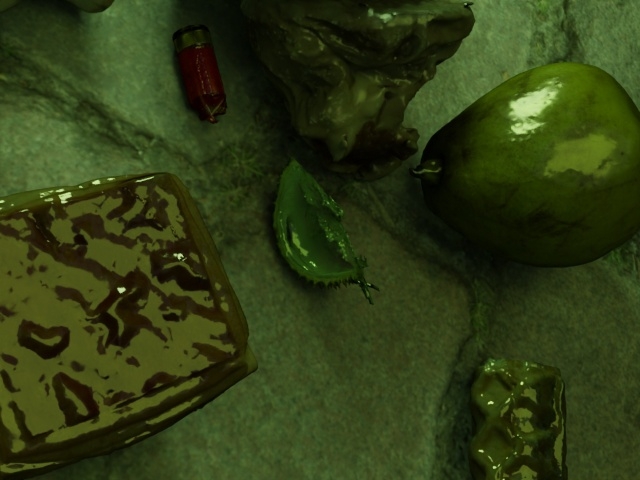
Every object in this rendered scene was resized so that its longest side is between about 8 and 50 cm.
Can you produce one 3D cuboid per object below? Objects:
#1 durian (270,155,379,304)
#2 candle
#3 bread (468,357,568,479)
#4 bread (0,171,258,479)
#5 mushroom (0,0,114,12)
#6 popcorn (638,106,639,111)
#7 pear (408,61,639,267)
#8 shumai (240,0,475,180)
[{"bbox_3d":[0.000,0.000,1.211,0.086,0.100,0.215,-25,78,-32],"label":"durian"},{"bbox_3d":[-0.153,-0.211,1.236,0.052,0.052,0.131,-9,77,-33],"label":"candle"},{"bbox_3d":[0.257,0.286,1.236,0.152,0.130,0.268,22,60,-32],"label":"bread"},{"bbox_3d":[-0.259,0.087,0.981,0.324,0.167,0.278,-20,83,-26],"label":"bread"},{"bbox_3d":[-0.374,-0.363,1.018,0.356,0.315,0.315,30,58,-15],"label":"mushroom"},{"bbox_3d":[0.639,-0.147,1.532,0.312,0.312,0.312,12,65,-27],"label":"popcorn"},{"bbox_3d":[0.297,-0.099,1.338,0.375,0.287,0.287,-3,72,-17],"label":"pear"},{"bbox_3d":[0.031,-0.213,1.292,0.314,0.263,0.267,16,24,19],"label":"shumai"}]
